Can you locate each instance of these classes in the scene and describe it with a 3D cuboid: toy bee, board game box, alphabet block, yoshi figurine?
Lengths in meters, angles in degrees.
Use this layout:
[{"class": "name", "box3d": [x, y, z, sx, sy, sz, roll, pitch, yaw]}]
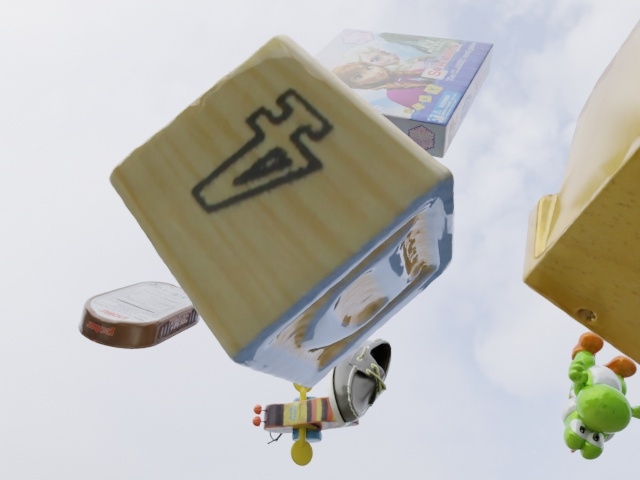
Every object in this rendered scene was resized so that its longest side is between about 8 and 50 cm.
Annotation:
[{"class": "toy bee", "box3d": [-0.066, 0.417, 1.095, 0.162, 0.195, 0.298, 29, -64, -38]}, {"class": "board game box", "box3d": [0.123, -0.293, 0.893, 0.318, 0.318, 0.065, 16, -42, 22]}, {"class": "alphabet block", "box3d": [-0.020, -0.015, 0.422, 0.193, 0.197, 0.192, -40, -27, -5]}, {"class": "yoshi figurine", "box3d": [0.697, 0.370, 1.177, 0.204, 0.362, 0.202, -6, -69, 38]}]

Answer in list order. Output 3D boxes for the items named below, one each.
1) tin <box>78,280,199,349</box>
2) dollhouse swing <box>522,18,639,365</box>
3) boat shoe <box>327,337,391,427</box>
[{"class": "tin", "box3d": [-0.235, 0.094, 0.644, 0.106, 0.190, 0.040, 13, -81, 13]}, {"class": "dollhouse swing", "box3d": [0.376, -0.092, 0.375, 0.315, 0.305, 0.346, 39, -35, 19]}, {"class": "boat shoe", "box3d": [0.087, 0.273, 0.975, 0.091, 0.305, 0.109, -18, -86, 15]}]
